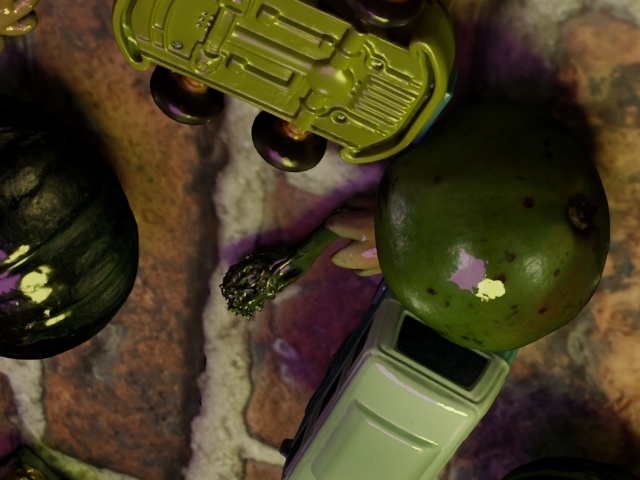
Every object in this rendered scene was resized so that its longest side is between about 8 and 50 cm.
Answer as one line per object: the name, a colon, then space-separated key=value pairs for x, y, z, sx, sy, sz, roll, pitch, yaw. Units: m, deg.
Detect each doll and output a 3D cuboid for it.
doll: x=-0.264 y=-0.179 z=1.448 sx=0.061 sy=0.051 sz=0.093 roll=22 pitch=149 yaw=-37

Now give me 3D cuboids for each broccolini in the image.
broccolini: x=0.000 y=0.000 z=1.491 sx=0.054 sy=0.051 sz=0.239 roll=5 pitch=150 yaw=-44

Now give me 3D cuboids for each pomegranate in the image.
pomegranate: x=0.105 y=-0.008 z=1.329 sx=0.225 sy=0.187 sz=0.187 roll=-2 pitch=130 yaw=44

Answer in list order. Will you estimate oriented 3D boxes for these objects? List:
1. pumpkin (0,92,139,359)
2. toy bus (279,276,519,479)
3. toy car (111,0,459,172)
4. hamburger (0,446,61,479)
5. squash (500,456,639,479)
pumpkin: x=-0.280 y=-0.008 z=1.508 sx=0.250 sy=0.216 sz=0.250 roll=48 pitch=162 yaw=21
toy bus: x=0.061 y=0.143 z=1.496 sx=0.133 sy=0.165 sz=0.271 roll=29 pitch=137 yaw=0
toy car: x=-0.018 y=-0.169 z=1.262 sx=0.248 sy=0.142 sz=0.200 roll=27 pitch=139 yaw=-12
hamburger: x=-0.331 y=0.354 z=1.900 sx=0.192 sy=0.168 sz=0.288 roll=44 pitch=135 yaw=-12
squash: x=0.212 y=0.310 z=1.513 sx=0.165 sy=0.252 sz=0.252 roll=2 pitch=131 yaw=21
